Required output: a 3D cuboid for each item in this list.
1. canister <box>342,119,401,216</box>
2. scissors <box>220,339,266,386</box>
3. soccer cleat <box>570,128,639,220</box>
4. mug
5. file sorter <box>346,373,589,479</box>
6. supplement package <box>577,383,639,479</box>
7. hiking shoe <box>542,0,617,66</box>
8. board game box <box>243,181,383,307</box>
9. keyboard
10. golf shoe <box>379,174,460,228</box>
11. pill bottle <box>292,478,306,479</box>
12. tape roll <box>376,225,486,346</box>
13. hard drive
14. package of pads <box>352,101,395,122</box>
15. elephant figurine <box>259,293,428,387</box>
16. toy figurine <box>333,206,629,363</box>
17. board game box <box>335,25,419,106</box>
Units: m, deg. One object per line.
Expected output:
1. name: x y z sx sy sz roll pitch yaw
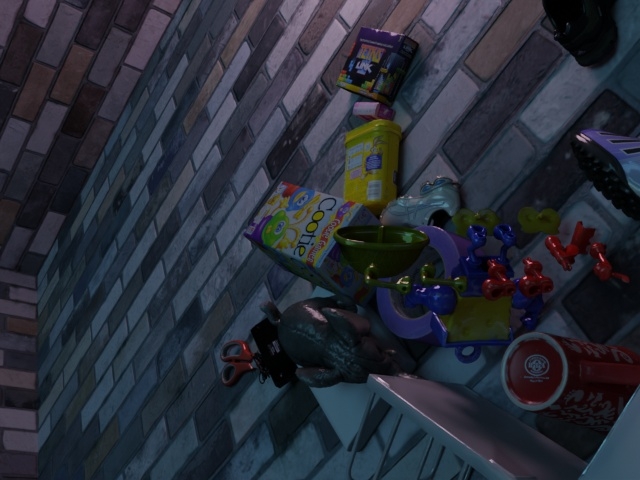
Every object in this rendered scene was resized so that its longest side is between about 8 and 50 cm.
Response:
1. canister: 0.099 -0.136 1.331 0.126 0.073 0.170 -16 64 50
2. scissors: -0.148 0.268 1.533 0.297 0.021 0.109 -21 57 48
3. soccer cleat: 0.440 -0.074 0.826 0.116 0.108 0.318 -42 36 3
4. mug: 0.317 0.158 0.810 0.150 0.169 0.113 -47 41 31
5. file sorter: 0.189 0.319 0.900 0.277 0.193 0.173 27 101 55
6. supplement package: 0.425 0.210 0.661 0.204 0.145 0.262 42 110 53
7. hiking shoe: 0.384 -0.379 1.010 0.086 0.114 0.227 -23 57 47
8. board game box: 0.000 0.000 1.303 0.275 0.142 0.144 21 72 53
9. keyboard: -0.100 0.246 1.465 0.100 0.038 0.192 -32 39 -1
10. golf shoe: 0.173 -0.042 1.195 0.176 0.069 0.086 -34 55 43
11. pill bottle: 0.008 0.488 1.132 0.208 0.119 0.119 11 84 55
12. tape roll: 0.184 0.075 1.112 0.189 0.080 0.189 -26 56 45
13. hard drive: 0.044 0.212 1.277 0.203 0.040 0.307 -60 36 16
14. package of pads: 0.108 -0.264 1.394 0.083 0.050 0.032 17 89 56
15. elephant figurine: 0.037 0.175 1.099 0.239 0.186 0.169 -154 46 -68
16. toy figurine: 0.198 0.095 0.920 0.191 0.362 0.217 -109 20 -57
17. board game box: 0.117 -0.371 1.435 0.170 0.048 0.141 36 106 54
